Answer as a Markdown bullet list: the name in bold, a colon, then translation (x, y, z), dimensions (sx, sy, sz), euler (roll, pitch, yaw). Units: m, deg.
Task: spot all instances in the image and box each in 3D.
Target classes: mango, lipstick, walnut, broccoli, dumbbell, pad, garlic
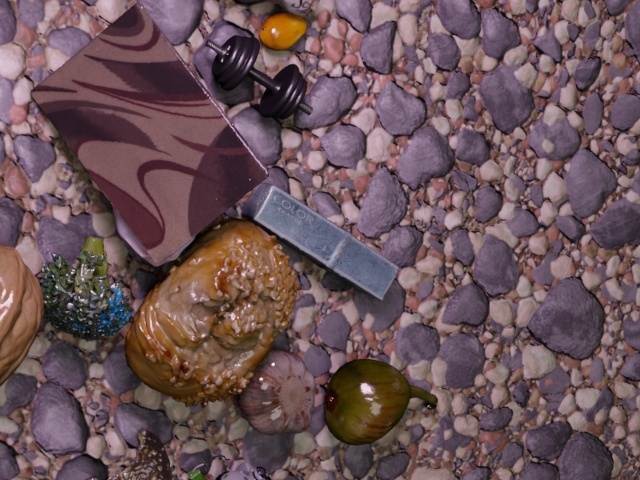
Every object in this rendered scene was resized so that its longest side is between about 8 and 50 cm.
- **mango**: translation (-0.059, -0.343, 1.668), dimensions (0.089, 0.046, 0.060), euler (-22, 110, -34)
- **lipstick**: translation (0.000, 0.000, 1.734), dimensions (0.289, 0.076, 0.078), euler (33, 85, -27)
- **walnut**: translation (-0.509, 0.112, 1.425), dimensions (0.225, 0.225, 0.261), euler (42, 87, -25)
- **broccoli**: translation (-0.355, 0.073, 1.557), dimensions (0.167, 0.154, 0.160), euler (21, 49, -27)
- **dumbbell**: translation (-0.096, -0.260, 1.632), dimensions (0.208, 0.099, 0.099), euler (31, 85, -26)
- **pad**: translation (-0.253, -0.159, 1.498), dimensions (0.220, 0.004, 0.330), euler (-39, 84, 6)
- **garlic**: translation (-0.078, 0.255, 1.727), dimensions (0.159, 0.102, 0.147), euler (42, 66, -37)

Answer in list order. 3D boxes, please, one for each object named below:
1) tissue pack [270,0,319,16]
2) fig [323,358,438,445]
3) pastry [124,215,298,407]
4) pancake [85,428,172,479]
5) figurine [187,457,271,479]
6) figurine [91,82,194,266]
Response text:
- **tissue pack**: translation (-0.113, -0.569, 1.531), dimensions (0.375, 0.195, 0.390), euler (9, 95, -39)
- **fig**: translation (0.131, 0.285, 1.812), dimensions (0.259, 0.151, 0.152), euler (4, 97, -30)
- **pastry**: translation (-0.157, 0.122, 1.601), dimensions (0.311, 0.162, 0.255), euler (-53, 145, -5)
- **pancake**: translation (-0.335, 0.404, 1.672), dimensions (0.190, 0.020, 0.184), euler (-4, 101, -26)
- **figurine**: translation (-0.155, 0.451, 1.711), dimensions (0.192, 0.147, 0.126), euler (-47, 135, 9)
- **figurine**: translation (-0.245, -0.101, 1.564), dimensions (0.200, 0.133, 0.276), euler (4, 94, -20)
